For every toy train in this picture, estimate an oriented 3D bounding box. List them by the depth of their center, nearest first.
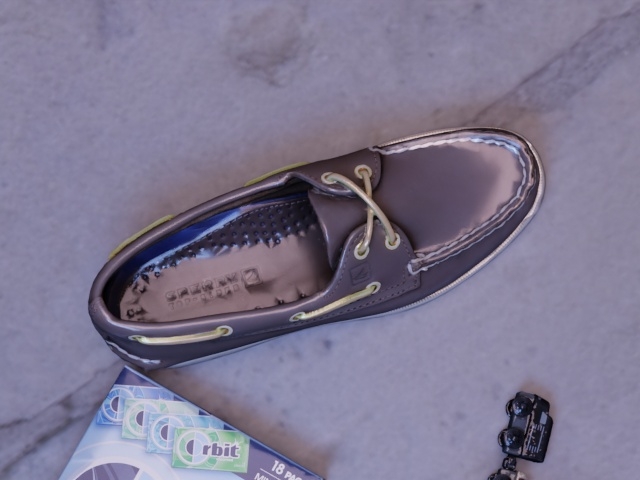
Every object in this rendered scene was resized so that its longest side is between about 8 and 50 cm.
[{"bbox_3d":[0.127,0.180,1.242,0.036,0.027,0.158,16,81,-5],"label":"toy train"}]

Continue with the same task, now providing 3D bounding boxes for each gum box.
[{"bbox_3d":[-0.109,0.202,1.243,0.157,0.041,0.184,29,83,7],"label":"gum box"}]

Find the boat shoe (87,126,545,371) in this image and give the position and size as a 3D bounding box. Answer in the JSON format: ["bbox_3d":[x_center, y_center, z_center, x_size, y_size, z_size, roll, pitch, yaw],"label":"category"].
[{"bbox_3d":[0.000,0.000,1.243,0.324,0.097,0.116,-19,80,0],"label":"boat shoe"}]
